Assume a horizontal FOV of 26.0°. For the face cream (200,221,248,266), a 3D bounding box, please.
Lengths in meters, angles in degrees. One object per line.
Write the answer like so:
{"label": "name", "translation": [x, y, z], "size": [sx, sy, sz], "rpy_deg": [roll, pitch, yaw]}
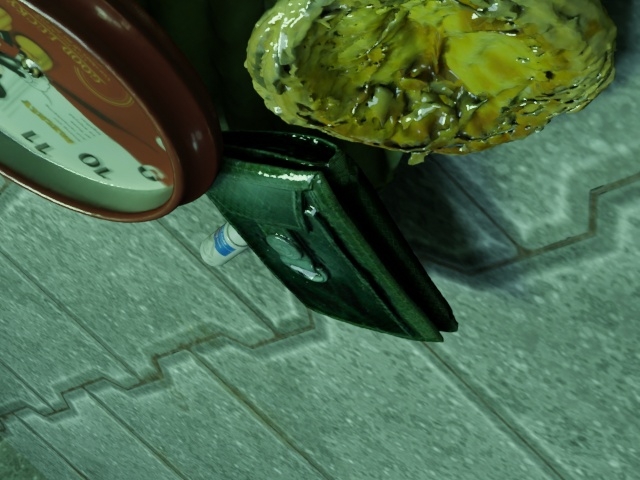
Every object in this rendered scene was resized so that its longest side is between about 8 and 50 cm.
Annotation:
{"label": "face cream", "translation": [-0.084, -0.004, 1.377], "size": [0.034, 0.034, 0.130], "rpy_deg": [43, 155, -8]}

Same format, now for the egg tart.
{"label": "egg tart", "translation": [0.067, -0.133, 0.866], "size": [0.232, 0.098, 0.252], "rpy_deg": [4, 157, 5]}

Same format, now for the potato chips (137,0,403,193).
{"label": "potato chips", "translation": [-0.104, -0.143, 1.104], "size": [0.373, 0.097, 0.389], "rpy_deg": [30, 152, -3]}

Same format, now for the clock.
{"label": "clock", "translation": [-0.209, -0.133, 1.027], "size": [0.318, 0.080, 0.318], "rpy_deg": [24, 154, 12]}

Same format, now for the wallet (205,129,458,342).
{"label": "wallet", "translation": [-0.001, 0.002, 1.107], "size": [0.160, 0.055, 0.236], "rpy_deg": [12, 149, 38]}
